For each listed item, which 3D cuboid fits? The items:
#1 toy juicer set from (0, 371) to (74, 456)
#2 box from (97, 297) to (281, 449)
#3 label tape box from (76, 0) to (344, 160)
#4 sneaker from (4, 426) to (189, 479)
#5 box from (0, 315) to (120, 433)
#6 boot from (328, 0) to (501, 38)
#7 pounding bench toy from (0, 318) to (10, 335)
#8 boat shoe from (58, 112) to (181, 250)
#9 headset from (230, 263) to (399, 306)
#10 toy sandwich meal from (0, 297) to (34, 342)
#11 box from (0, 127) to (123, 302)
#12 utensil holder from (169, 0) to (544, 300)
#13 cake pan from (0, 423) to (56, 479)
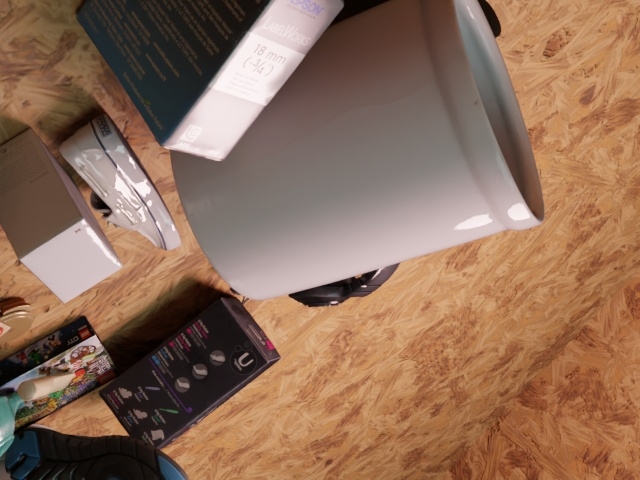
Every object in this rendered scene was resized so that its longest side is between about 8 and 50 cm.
[{"bbox_3d":[-0.509,0.279,1.439,0.329,0.089,0.209,-47,174,-20],"label":"toy juicer set"},{"bbox_3d":[-0.223,0.235,1.711,0.270,0.143,0.165,-38,174,2],"label":"box"},{"bbox_3d":[-0.096,-0.289,1.044,0.106,0.241,0.334,10,127,-51],"label":"label tape box"},{"bbox_3d":[-0.349,0.380,1.626,0.139,0.340,0.125,41,62,-64],"label":"sneaker"},{"bbox_3d":[-0.460,0.231,1.606,0.233,0.044,0.159,-29,150,-12],"label":"box"},{"bbox_3d":[0.123,-0.308,1.407,0.305,0.112,0.115,-6,155,-31],"label":"boot"},{"bbox_3d":[-0.497,0.124,1.394,0.083,0.065,0.052,-38,150,4],"label":"pounding bench toy"},{"bbox_3d":[-0.271,-0.061,1.339,0.088,0.096,0.267,-29,149,-4],"label":"boat shoe"},{"bbox_3d":[0.000,0.000,1.582,0.394,0.243,0.185,-32,157,36],"label":"headset"},{"bbox_3d":[-0.468,0.121,1.461,0.085,0.029,0.085,-28,157,-13],"label":"toy sandwich meal"},{"bbox_3d":[-0.343,-0.031,1.228,0.091,0.170,0.130,-32,149,-6],"label":"box"},{"bbox_3d":[0.050,-0.118,1.251,0.385,0.328,0.327,-19,156,21],"label":"utensil holder"},{"bbox_3d":[-0.595,0.440,1.754,0.293,0.054,0.293,-26,149,-17],"label":"cake pan"}]
